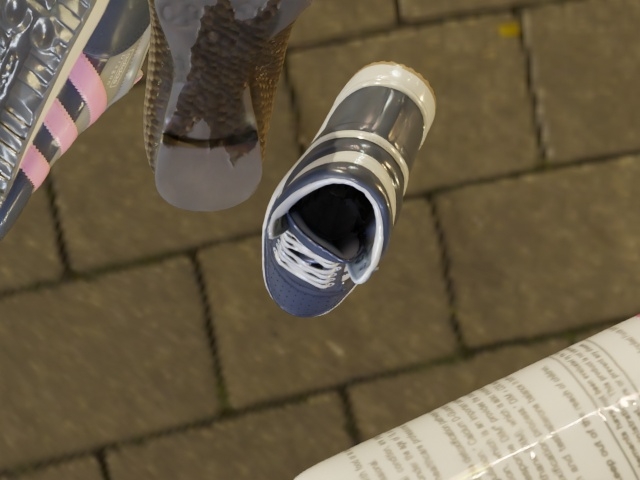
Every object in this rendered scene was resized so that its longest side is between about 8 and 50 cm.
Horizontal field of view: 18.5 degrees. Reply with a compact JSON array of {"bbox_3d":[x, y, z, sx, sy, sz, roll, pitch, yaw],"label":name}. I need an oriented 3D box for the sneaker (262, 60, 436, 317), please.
[{"bbox_3d":[0.000,0.000,1.556,0.099,0.282,0.153,24,46,-2],"label":"sneaker"}]

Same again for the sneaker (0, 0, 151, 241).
[{"bbox_3d":[-0.191,-0.092,1.382,0.131,0.112,0.319,-1,134,-53],"label":"sneaker"}]

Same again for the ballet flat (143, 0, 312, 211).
[{"bbox_3d":[-0.041,-0.107,0.898,0.084,0.250,0.058,1,54,-9],"label":"ballet flat"}]

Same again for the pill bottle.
[{"bbox_3d":[0.080,0.152,0.899,0.283,0.160,0.160,-24,101,-6],"label":"pill bottle"}]
